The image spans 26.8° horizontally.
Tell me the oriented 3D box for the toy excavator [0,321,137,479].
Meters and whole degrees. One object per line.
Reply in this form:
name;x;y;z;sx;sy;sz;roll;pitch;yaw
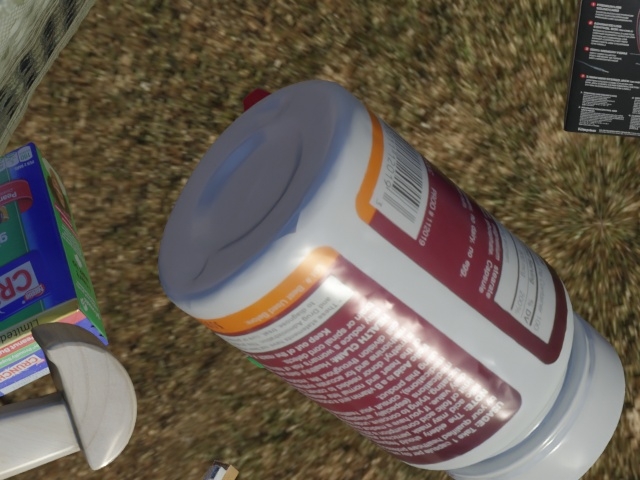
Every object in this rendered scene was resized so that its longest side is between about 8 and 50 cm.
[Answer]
toy excavator;-0.444;0.142;1.162;0.433;0.222;0.445;-45;114;-9

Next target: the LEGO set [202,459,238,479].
LEGO set;-0.165;0.455;1.910;0.107;0.287;0.132;36;125;-13

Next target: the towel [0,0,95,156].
towel;-0.087;-0.175;0.559;0.056;0.312;0.324;31;86;-10

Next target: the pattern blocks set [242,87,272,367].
pattern blocks set;0.000;0.000;1.605;0.285;0.026;0.325;13;85;-4

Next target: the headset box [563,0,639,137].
headset box;0.374;-0.241;1.384;0.218;0.293;0.110;5;49;8

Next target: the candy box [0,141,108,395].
candy box;-0.475;0.056;1.933;0.268;0.122;0.317;-25;58;3

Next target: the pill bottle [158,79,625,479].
pill bottle;0.073;0.059;1.163;0.392;0.224;0.224;38;100;-29
